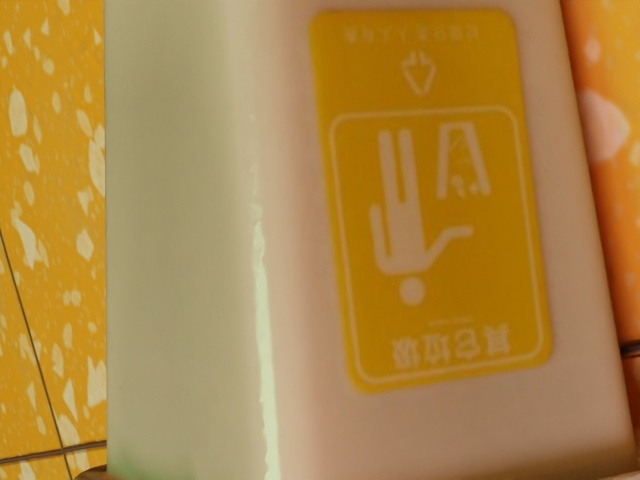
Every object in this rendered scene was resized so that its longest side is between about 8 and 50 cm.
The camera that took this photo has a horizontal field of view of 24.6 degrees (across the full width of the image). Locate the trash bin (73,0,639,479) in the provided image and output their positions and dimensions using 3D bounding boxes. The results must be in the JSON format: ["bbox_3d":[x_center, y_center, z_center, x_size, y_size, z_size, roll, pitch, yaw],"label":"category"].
[{"bbox_3d":[0.000,0.000,0.761,0.296,0.256,0.367,-1,95,62],"label":"trash bin"}]
